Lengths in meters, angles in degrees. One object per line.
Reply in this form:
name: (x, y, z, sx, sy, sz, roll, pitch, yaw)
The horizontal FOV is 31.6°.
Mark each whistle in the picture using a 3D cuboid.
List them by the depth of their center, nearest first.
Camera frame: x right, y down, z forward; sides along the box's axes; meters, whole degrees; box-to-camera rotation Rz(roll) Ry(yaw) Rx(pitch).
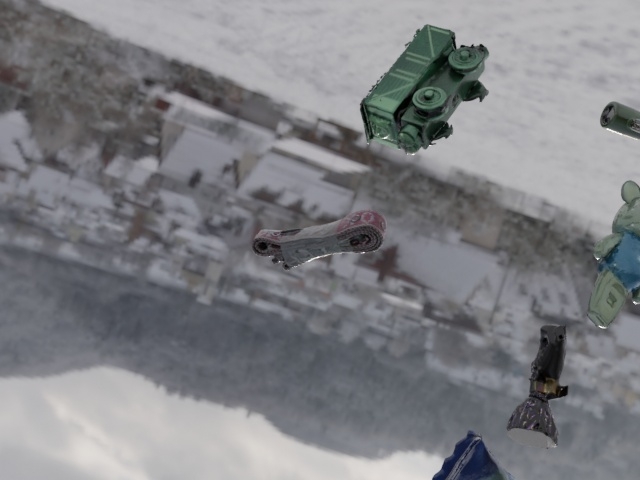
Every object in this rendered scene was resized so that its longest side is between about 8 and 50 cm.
whistle: (0.422, 0.022, 1.550, 0.114, 0.235, 0.077, 47, 144, -19)

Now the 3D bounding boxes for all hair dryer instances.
hair dryer: (0.502, -0.180, 1.769, 0.071, 0.047, 0.150, 16, -171, -17)

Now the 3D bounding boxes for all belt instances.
belt: (0.000, 0.000, 1.883, 0.232, 0.053, 0.071, -9, 129, 22)

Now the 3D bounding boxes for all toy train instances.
toy train: (0.191, -0.267, 1.993, 0.154, 0.269, 0.115, 23, 151, 28)

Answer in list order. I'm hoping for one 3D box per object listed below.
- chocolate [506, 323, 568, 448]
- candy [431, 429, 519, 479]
chocolate: (0.275, 0.177, 1.377, 0.070, 0.147, 0.072, 28, 160, -7)
candy: (0.168, 0.308, 1.198, 0.077, 0.187, 0.331, 27, 173, 39)
